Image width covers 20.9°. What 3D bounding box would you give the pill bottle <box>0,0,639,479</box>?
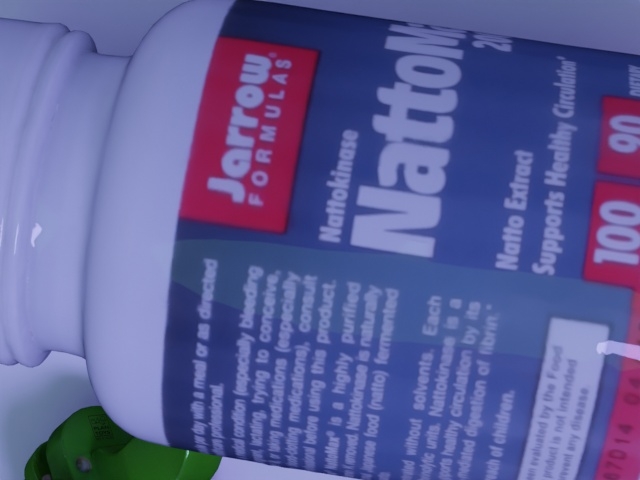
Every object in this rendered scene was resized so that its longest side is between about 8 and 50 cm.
[{"bbox_3d":[0.000,0.000,0.405,0.180,0.108,0.108,8,111,3],"label":"pill bottle"}]

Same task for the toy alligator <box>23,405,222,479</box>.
[{"bbox_3d":[-0.079,0.107,0.489,0.051,0.056,0.189,49,124,35],"label":"toy alligator"}]
